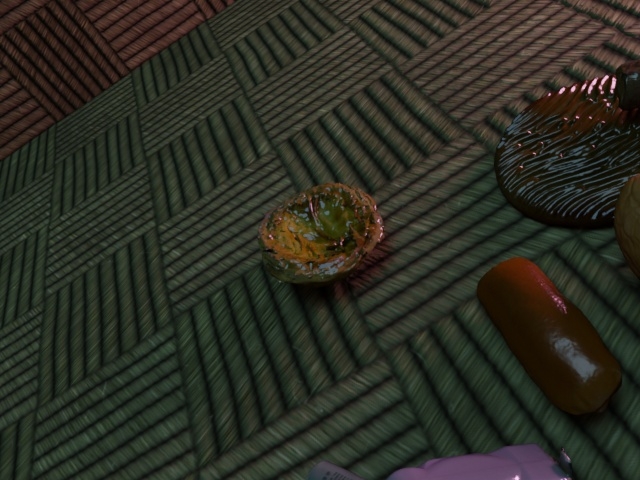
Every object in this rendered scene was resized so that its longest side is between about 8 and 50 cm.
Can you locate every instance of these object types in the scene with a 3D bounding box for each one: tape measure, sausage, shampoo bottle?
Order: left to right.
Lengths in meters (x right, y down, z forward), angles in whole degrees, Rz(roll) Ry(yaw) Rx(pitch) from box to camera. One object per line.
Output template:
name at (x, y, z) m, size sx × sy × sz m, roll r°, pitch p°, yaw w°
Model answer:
shampoo bottle at (0.069, 0.324, 0.715) m, size 0.195 × 0.056 × 0.056 m, roll 11°, pitch 58°, yaw 40°
tape measure at (0.151, 0.301, 0.585) m, size 0.195 × 0.179 × 0.105 m, roll -10°, pitch 18°, yaw -9°
sausage at (0.281, 0.113, 0.743) m, size 0.098 × 0.098 × 0.238 m, roll -31°, pitch 39°, yaw 6°

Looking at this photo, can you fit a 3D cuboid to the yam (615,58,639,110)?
yam at (0.609, -0.257, 0.847) m, size 0.356 × 0.081 × 0.081 m, roll -10°, pitch 46°, yaw 14°

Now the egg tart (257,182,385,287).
egg tart at (0.000, 0.000, 1.047) m, size 0.252 × 0.098 × 0.232 m, roll 24°, pitch 62°, yaw 42°

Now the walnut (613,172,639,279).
walnut at (0.438, -0.009, 0.704) m, size 0.159 × 0.159 × 0.207 m, roll -24°, pitch 42°, yaw 14°

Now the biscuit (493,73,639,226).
biscuit at (0.428, -0.150, 0.929) m, size 0.317 × 0.040 × 0.318 m, roll -19°, pitch 42°, yaw 18°
